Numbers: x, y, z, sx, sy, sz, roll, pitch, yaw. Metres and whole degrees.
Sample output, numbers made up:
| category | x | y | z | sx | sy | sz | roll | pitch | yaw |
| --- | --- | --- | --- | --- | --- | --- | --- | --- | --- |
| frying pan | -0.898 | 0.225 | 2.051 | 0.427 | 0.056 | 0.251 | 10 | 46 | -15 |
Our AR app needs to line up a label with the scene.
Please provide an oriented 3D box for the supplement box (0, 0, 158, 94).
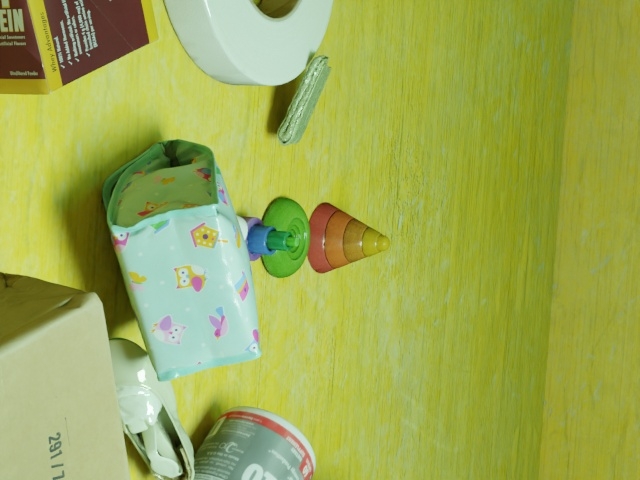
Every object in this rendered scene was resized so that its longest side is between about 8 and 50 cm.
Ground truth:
| category | x | y | z | sx | sy | sz | roll | pitch | yaw |
| --- | --- | --- | --- | --- | --- | --- | --- | --- | --- |
| supplement box | -0.293 | -0.274 | 1.192 | 0.194 | 0.129 | 0.191 | -42 | 131 | -52 |

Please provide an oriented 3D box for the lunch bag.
| category | x | y | z | sx | sy | sz | roll | pitch | yaw |
| --- | --- | --- | --- | --- | --- | --- | --- | --- | --- |
| lunch bag | -0.173 | 0.012 | 1.420 | 0.262 | 0.160 | 0.223 | -110 | -174 | -64 |

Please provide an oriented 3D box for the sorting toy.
| category | x | y | z | sx | sy | sz | roll | pitch | yaw |
| --- | --- | --- | --- | --- | --- | --- | --- | --- | --- |
| sorting toy | 0.000 | 0.000 | 1.784 | 0.365 | 0.126 | 0.127 | 0 | 94 | -63 |

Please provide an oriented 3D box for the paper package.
| category | x | y | z | sx | sy | sz | roll | pitch | yaw |
| --- | --- | --- | --- | --- | --- | --- | --- | --- | --- |
| paper package | -0.348 | 0.240 | 1.129 | 0.309 | 0.168 | 0.325 | -33 | 124 | -54 |

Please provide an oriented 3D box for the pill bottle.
| category | x | y | z | sx | sy | sz | roll | pitch | yaw |
| --- | --- | --- | --- | --- | --- | --- | --- | --- | --- |
| pill bottle | -0.133 | 0.379 | 1.554 | 0.283 | 0.161 | 0.161 | -57 | 141 | -42 |

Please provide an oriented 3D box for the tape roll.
| category | x | y | z | sx | sy | sz | roll | pitch | yaw |
| --- | --- | --- | --- | --- | --- | --- | --- | --- | --- |
| tape roll | -0.093 | -0.414 | 1.606 | 0.392 | 0.072 | 0.392 | -16 | 109 | -59 |

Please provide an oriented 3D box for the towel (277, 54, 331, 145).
| category | x | y | z | sx | sy | sz | roll | pitch | yaw |
| --- | --- | --- | --- | --- | --- | --- | --- | --- | --- |
| towel | -0.024 | -0.216 | 1.743 | 0.110 | 0.027 | 0.148 | -34 | 148 | -79 |

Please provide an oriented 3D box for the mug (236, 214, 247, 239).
| category | x | y | z | sx | sy | sz | roll | pitch | yaw |
| --- | --- | --- | --- | --- | --- | --- | --- | --- | --- |
| mug | -0.146 | -0.012 | 1.582 | 0.064 | 0.062 | 0.078 | 39 | 53 | -48 |

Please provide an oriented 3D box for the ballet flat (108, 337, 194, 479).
| category | x | y | z | sx | sy | sz | roll | pitch | yaw |
| --- | --- | --- | --- | --- | --- | --- | --- | --- | --- |
| ballet flat | -0.218 | 0.229 | 1.443 | 0.086 | 0.086 | 0.248 | -61 | 143 | -38 |
